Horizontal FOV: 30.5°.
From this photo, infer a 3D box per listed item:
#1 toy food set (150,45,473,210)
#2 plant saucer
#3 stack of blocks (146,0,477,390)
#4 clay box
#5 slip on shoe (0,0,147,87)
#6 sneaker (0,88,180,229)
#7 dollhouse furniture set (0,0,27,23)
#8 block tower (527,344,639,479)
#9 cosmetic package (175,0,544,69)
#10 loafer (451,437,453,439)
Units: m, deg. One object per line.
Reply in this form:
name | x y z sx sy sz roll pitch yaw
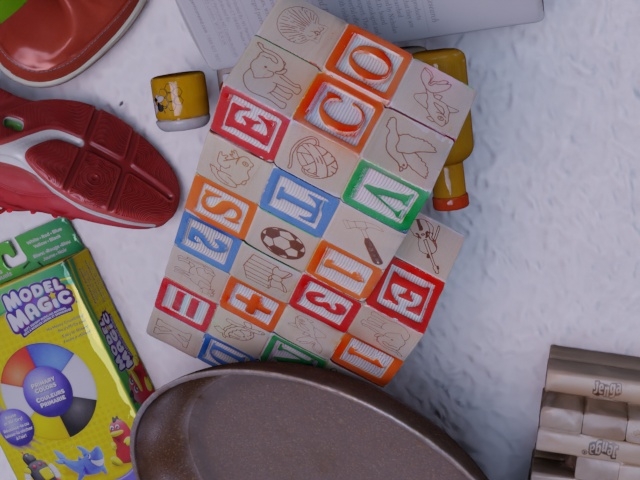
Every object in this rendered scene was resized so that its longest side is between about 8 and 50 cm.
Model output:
toy food set | 0.000 -0.076 0.830 0.232 0.111 0.104 -2 104 20
plant saucer | 0.007 0.194 0.861 0.311 0.050 0.310 16 135 17
stack of blocks | 0.000 0.000 0.770 0.171 0.087 0.297 27 145 1
clay box | -0.216 0.105 0.953 0.127 0.053 0.222 -23 98 16
slip on shoe | -0.152 -0.253 0.829 0.123 0.101 0.331 36 109 1
sneaker | -0.227 -0.050 0.920 0.221 0.087 0.128 25 146 -12
dollhouse furniture set | -0.371 -0.176 0.825 0.301 0.151 0.197 -33 49 20
block tower | 0.188 0.254 0.877 0.097 0.091 0.335 8 104 12
cosmetic package | 0.026 -0.195 0.779 0.231 0.117 0.085 -9 145 12
loafer | 0.072 0.201 0.920 0.039 0.045 0.125 38 116 -16
